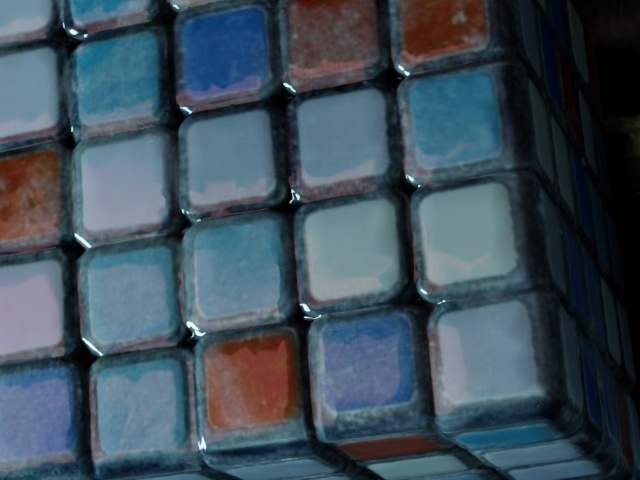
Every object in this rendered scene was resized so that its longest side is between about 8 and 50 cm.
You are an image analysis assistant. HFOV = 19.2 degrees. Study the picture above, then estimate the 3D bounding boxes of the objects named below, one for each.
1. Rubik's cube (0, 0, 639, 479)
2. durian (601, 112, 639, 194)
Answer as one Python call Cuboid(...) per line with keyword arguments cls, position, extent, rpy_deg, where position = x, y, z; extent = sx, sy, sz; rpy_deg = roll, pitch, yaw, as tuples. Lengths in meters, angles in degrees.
Cuboid(cls="Rubik's cube", position=(0.000, 0.000, 1.005), extent=(0.292, 0.293, 0.287), rpy_deg=(-11, 72, 17))
Cuboid(cls="durian", position=(0.213, -0.042, 1.009), extent=(0.140, 0.071, 0.110), rpy_deg=(10, 53, 50))
